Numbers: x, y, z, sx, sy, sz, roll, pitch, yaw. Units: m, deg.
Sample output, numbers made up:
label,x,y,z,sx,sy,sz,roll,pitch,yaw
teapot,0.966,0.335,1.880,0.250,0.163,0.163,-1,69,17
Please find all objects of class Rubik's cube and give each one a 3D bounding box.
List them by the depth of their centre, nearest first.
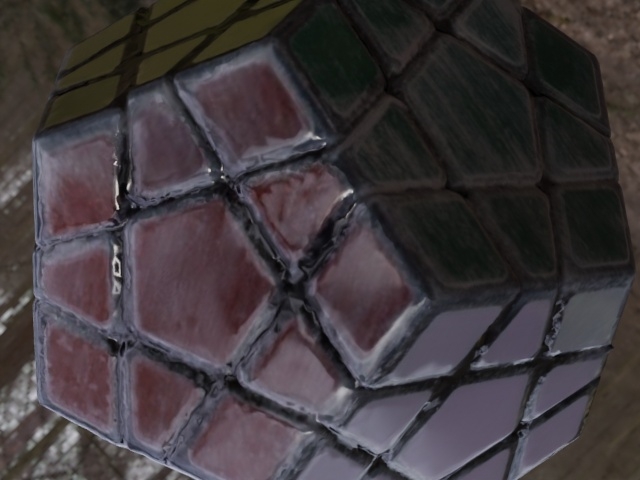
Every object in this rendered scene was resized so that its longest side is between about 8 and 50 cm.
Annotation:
label,x,y,z,sx,sy,sz,roll,pitch,yaw
Rubik's cube,0.000,0.000,0.577,0.319,0.264,0.319,25,169,5
